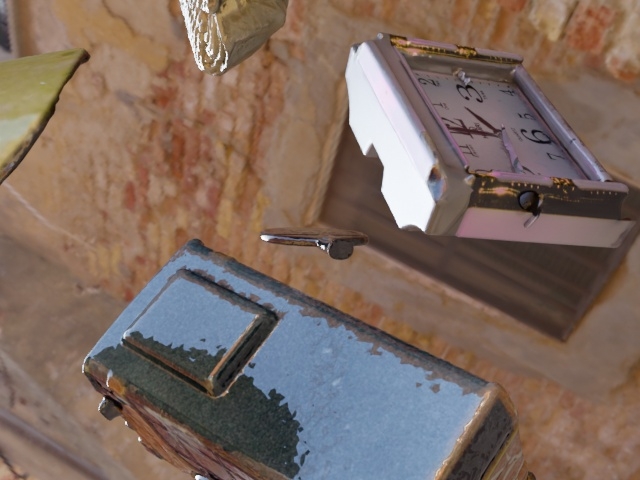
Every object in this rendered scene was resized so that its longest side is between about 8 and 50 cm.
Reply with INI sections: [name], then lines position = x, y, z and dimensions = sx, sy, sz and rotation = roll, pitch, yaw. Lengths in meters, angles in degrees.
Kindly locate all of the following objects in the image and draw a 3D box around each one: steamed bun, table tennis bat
[steamed bun]
position = -0.109, -0.345, 1.175
dimensions = 0.144, 0.218, 0.211
rotation = -13, -19, -15
[table tennis bat]
position = 0.000, 0.000, 1.199
dimensions = 0.236, 0.150, 0.027
rotation = -156, 68, -77

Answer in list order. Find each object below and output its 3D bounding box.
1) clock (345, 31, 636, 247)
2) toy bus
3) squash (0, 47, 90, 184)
[clock]
position = 0.136, -0.081, 0.781
dimensions = 0.253, 0.186, 0.083
rotation = -110, 31, -47
[toy bus]
position = -0.013, 0.145, 0.704
dimensions = 0.162, 0.323, 0.194
rotation = -52, -34, -23
[squash]
position = -0.228, -0.015, 0.536
dimensions = 0.237, 0.155, 0.204
rotation = -84, 6, -50
